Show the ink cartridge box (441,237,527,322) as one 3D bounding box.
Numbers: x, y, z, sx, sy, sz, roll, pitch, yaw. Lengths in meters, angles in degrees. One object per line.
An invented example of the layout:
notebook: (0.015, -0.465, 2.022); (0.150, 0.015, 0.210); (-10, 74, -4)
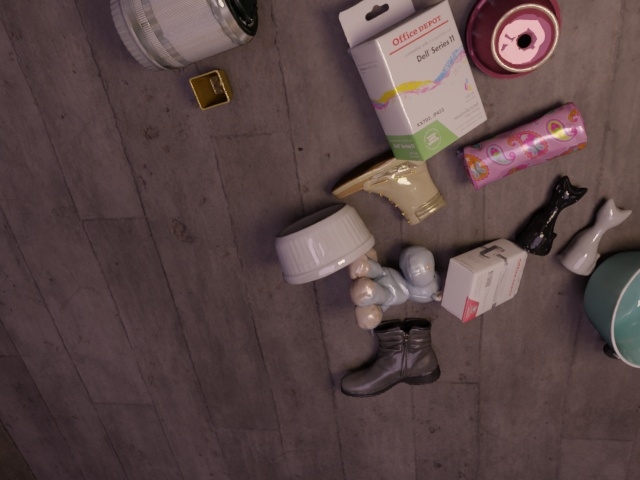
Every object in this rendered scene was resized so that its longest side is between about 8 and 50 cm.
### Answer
ink cartridge box: (0.438, 0.102, 1.329); (0.217, 0.092, 0.159); (-16, 125, -30)

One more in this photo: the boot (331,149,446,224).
boot: (0.180, -0.121, 1.324); (0.261, 0.095, 0.203); (-25, 113, 18)

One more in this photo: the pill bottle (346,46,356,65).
pill bottle: (0.130, -0.415, 1.176); (0.078, 0.078, 0.137); (-29, 110, 24)

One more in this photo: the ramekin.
ramekin: (0.000, 0.000, 1.333); (0.272, 0.273, 0.127); (-22, 101, 21)

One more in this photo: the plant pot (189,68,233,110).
plant pot: (-0.267, -0.389, 1.261); (0.081, 0.083, 0.081); (-12, 116, 17)

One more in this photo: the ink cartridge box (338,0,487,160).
ink cartridge box: (0.209, -0.381, 1.105); (0.207, 0.119, 0.354); (-34, 113, -15)

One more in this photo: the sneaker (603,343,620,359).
sneaker: (0.902, 0.240, 1.401); (0.228, 0.086, 0.132); (-22, 108, 10)

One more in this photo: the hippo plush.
hippo plush: (0.216, 0.139, 1.370); (0.236, 0.234, 0.294); (-10, 120, 13)

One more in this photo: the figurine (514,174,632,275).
figurine: (0.657, -0.038, 1.286); (0.214, 0.092, 0.210); (24, 116, -4)

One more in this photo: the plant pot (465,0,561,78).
plant pot: (0.415, -0.438, 1.052); (0.201, 0.180, 0.201); (4, 118, 8)

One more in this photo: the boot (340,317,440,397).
boot: (0.202, 0.362, 1.587); (0.338, 0.118, 0.223); (-17, 112, 7)

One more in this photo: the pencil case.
pencil case: (0.480, -0.225, 1.196); (0.284, 0.124, 0.124); (-21, 113, 21)

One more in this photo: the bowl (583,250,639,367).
bowl: (0.813, 0.149, 1.278); (0.311, 0.163, 0.312); (-4, 107, -14)

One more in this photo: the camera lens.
camera lens: (-0.293, -0.520, 1.116); (0.274, 0.219, 0.219); (-13, 115, 17)
